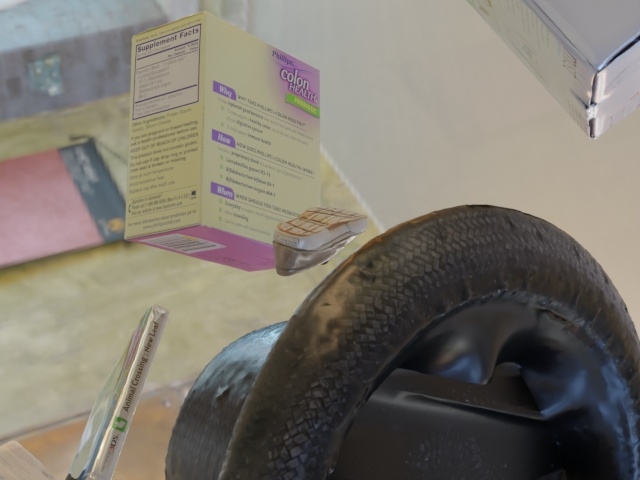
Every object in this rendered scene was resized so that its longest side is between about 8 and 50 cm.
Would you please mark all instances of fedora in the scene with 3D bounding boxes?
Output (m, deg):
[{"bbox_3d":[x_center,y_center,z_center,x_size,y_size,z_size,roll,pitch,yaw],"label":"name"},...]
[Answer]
[{"bbox_3d":[0.038,0.130,0.584,0.152,0.334,0.334,10,-64,45],"label":"fedora"}]

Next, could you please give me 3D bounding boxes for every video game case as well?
[{"bbox_3d":[-0.214,0.189,1.090,0.212,0.023,0.193,-52,-162,50],"label":"video game case"}]

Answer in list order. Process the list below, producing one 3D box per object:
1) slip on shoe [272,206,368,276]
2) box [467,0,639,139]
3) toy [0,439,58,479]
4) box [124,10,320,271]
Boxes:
[{"bbox_3d":[0.000,0.000,0.997,0.051,0.135,0.041,16,-72,22],"label":"slip on shoe"},{"bbox_3d":[0.181,-0.217,0.864,0.231,0.127,0.262,51,7,13],"label":"box"},{"bbox_3d":[-0.362,0.310,1.213,0.137,0.237,0.056,39,-75,10],"label":"toy"},{"bbox_3d":[-0.107,-0.104,1.284,0.117,0.213,0.243,-9,-106,35],"label":"box"}]
